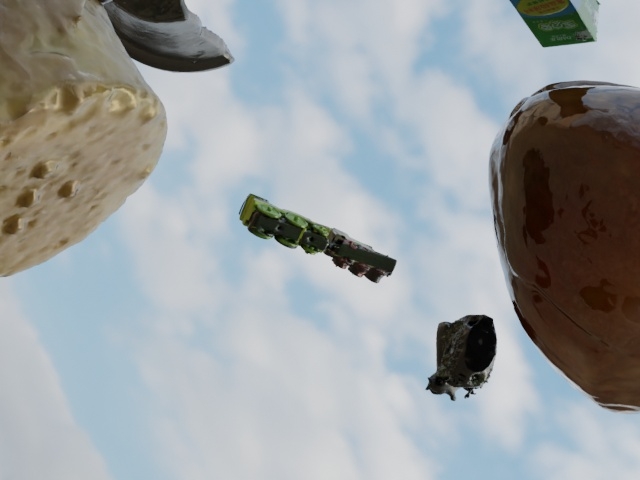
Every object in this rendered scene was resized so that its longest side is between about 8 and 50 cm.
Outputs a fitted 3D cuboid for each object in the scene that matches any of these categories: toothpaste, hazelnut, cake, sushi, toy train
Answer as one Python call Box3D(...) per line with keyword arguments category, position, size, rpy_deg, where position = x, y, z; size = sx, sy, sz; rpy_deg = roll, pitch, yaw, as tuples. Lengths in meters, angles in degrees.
Box3D(category="toothpaste", position=(0.207, -0.273, 1.490), size=(0.065, 0.050, 0.266), rpy_deg=(-5, -22, 26))
Box3D(category="hazelnut", position=(0.316, -0.007, 1.469), size=(0.372, 0.315, 0.372), rpy_deg=(43, 5, -5))
Box3D(category="cake", position=(-0.351, -0.158, 1.456), size=(0.321, 0.332, 0.332), rpy_deg=(58, -26, 18))
Box3D(category="sushi", position=(0.158, 0.130, 1.648), size=(0.056, 0.085, 0.083), rpy_deg=(26, -24, -14))
Box3D(category="toy train", position=(0.000, 0.000, 2.257), size=(0.053, 0.249, 0.085), rpy_deg=(-62, -155, 13))

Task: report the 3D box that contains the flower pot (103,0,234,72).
Box3D(category="flower pot", position=(-0.221, -0.439, 2.234), size=(0.379, 0.379, 0.251), rpy_deg=(62, 8, -6))
